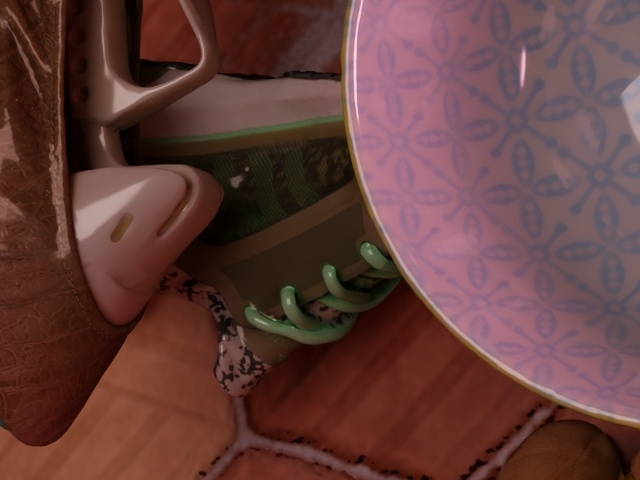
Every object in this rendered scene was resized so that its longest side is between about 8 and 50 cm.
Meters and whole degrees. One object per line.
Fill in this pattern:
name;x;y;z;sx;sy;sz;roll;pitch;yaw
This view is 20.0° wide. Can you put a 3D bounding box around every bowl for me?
bowl;0.169;-0.069;0.759;0.289;0.156;0.289;1;92;24

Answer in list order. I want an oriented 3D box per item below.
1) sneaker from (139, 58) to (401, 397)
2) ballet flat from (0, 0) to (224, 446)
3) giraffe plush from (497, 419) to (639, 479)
sneaker;0.000;0.000;0.998;0.410;0.158;0.182;8;94;39
ballet flat;-0.111;-0.067;0.935;0.124;0.116;0.342;-3;81;19
giraffe plush;0.161;0.133;0.868;0.170;0.181;0.210;-4;112;40
